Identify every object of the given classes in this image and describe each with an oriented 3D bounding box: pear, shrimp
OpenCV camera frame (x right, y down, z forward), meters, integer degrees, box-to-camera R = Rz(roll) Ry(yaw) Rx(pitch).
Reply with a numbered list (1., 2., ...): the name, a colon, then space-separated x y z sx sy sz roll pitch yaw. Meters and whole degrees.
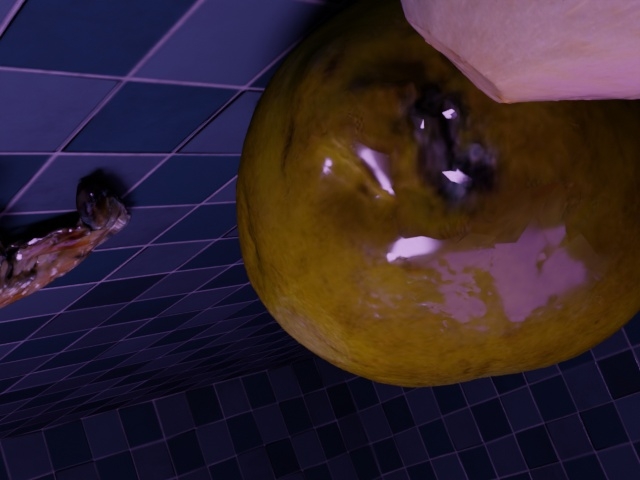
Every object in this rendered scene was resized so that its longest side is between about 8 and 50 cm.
1. pear: 0.106 -0.041 0.682 0.351 0.352 0.413 -21 156 2
2. shrimp: -0.292 -0.008 0.795 0.233 0.071 0.365 -26 169 -20

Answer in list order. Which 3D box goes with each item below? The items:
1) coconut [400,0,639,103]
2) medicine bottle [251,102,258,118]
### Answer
1. coconut: 0.131 -0.171 0.339 0.259 0.259 0.259 -20 167 -5
2. medicine bottle: -0.042 -0.104 0.803 0.047 0.047 0.083 -19 167 -7
